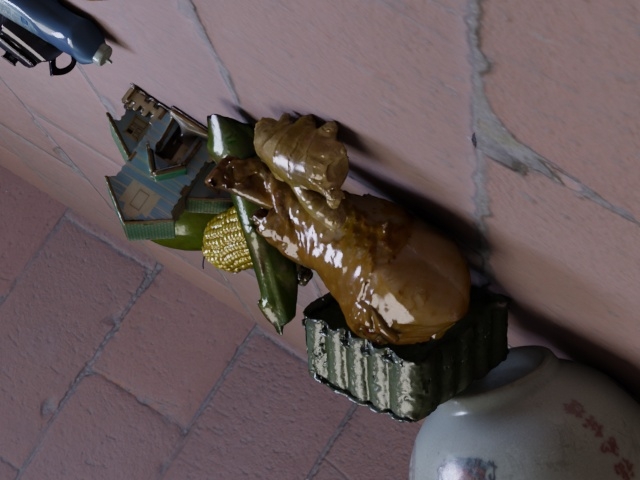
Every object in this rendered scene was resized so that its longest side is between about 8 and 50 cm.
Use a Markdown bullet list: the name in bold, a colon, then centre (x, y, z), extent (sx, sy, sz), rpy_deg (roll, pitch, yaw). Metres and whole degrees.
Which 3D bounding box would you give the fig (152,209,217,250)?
- **fig**: centre (-0.246, -0.059, 2.153), extent (0.181, 0.191, 0.181), rpy_deg (160, 90, -79)

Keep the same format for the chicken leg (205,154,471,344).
- **chicken leg**: centre (0.029, 0.001, 1.649), extent (0.409, 0.182, 0.295), rpy_deg (28, -170, 10)

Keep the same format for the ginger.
- **ginger**: centre (-0.023, -0.111, 1.524), extent (0.205, 0.081, 0.115), rpy_deg (48, 159, 33)

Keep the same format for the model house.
- **model house**: centre (-0.268, -0.099, 1.948), extent (0.271, 0.206, 0.178), rpy_deg (34, 169, -2)

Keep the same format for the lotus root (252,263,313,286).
- **lotus root**: centre (-0.099, 0.024, 2.287), extent (0.192, 0.088, 0.113), rpy_deg (32, -176, 4)

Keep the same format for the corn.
- **corn**: centre (-0.087, -0.022, 1.862), extent (0.106, 0.106, 0.305), rpy_deg (38, 147, -22)

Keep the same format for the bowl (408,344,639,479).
- **bowl**: centre (0.292, 0.280, 1.752), extent (0.196, 0.435, 0.435), rpy_deg (68, 160, -10)

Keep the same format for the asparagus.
- **asparagus**: centre (-0.089, -0.030, 1.737), extent (0.082, 0.085, 0.343), rpy_deg (-12, 102, 27)

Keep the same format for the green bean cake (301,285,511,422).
- **green bean cake**: centre (0.128, 0.142, 1.745), extent (0.241, 0.255, 0.132), rpy_deg (16, 122, 39)

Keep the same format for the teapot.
- **teapot**: centre (-0.465, -0.320, 1.856), extent (0.177, 0.096, 0.087), rpy_deg (39, 167, -25)

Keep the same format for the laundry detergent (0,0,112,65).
- **laundry detergent**: centre (-0.396, -0.322, 1.750), extent (0.206, 0.061, 0.096), rpy_deg (33, 161, 3)
